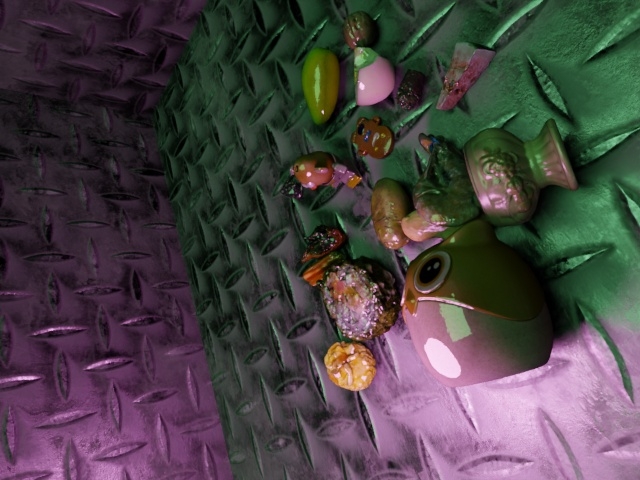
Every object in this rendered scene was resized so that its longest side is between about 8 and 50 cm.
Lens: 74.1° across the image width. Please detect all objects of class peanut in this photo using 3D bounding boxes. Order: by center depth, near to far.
[{"bbox_3d":[0.435,-0.057,1.469,0.319,0.148,0.147,-9,83,36],"label":"peanut"}]

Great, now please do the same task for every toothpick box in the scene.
[{"bbox_3d":[0.444,0.194,1.276,0.409,0.409,0.424,-33,64,44],"label":"toothpick box"}]

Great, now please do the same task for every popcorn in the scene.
[{"bbox_3d":[0.119,0.525,1.790,0.235,0.217,0.180,36,113,30],"label":"popcorn"}]

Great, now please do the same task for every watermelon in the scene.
[{"bbox_3d":[0.477,-0.575,1.489,0.154,0.095,0.241,50,128,45],"label":"watermelon"}]

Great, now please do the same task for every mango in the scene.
[{"bbox_3d":[-0.001,-0.710,1.960,0.192,0.156,0.342,8,97,49],"label":"mango"}]

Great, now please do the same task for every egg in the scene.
[{"bbox_3d":[0.219,-0.657,1.715,0.271,0.162,0.206,-87,-4,-56],"label":"egg"}]

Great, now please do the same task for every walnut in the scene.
[{"bbox_3d":[0.162,-0.890,1.795,0.140,0.140,0.162,-25,81,46],"label":"walnut"}]

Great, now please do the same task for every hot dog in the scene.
[{"bbox_3d":[0.027,0.134,1.980,0.269,0.072,0.115,-32,103,37],"label":"hot dog"}]

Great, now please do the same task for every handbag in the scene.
[{"bbox_3d":[-0.142,-0.291,2.187,0.115,0.072,0.139,25,104,47],"label":"handbag"}]

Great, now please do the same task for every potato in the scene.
[{"bbox_3d":[0.281,-0.108,1.666,0.176,0.141,0.297,-21,65,44],"label":"potato"}]

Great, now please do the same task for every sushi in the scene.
[{"bbox_3d":[0.169,0.230,1.761,0.294,0.178,0.351,-53,55,32],"label":"sushi"},{"bbox_3d":[0.001,0.000,1.973,0.287,0.140,0.148,-28,76,44],"label":"sushi"}]

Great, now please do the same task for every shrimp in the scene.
[{"bbox_3d":[0.410,-0.212,1.438,0.221,0.110,0.445,-17,46,15],"label":"shrimp"}]

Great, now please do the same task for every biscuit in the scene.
[{"bbox_3d":[0.220,-0.438,1.806,0.236,0.039,0.179,40,118,39],"label":"biscuit"}]

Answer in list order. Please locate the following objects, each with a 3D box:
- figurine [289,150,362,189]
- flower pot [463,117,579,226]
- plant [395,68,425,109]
[{"bbox_3d":[0.009,-0.306,1.856,0.343,0.285,0.166,-21,73,45],"label":"figurine"},{"bbox_3d":[0.579,-0.205,1.221,0.244,0.308,0.307,-22,73,31],"label":"flower pot"},{"bbox_3d":[0.346,-0.576,1.626,0.094,0.092,0.143,30,106,36],"label":"plant"}]
